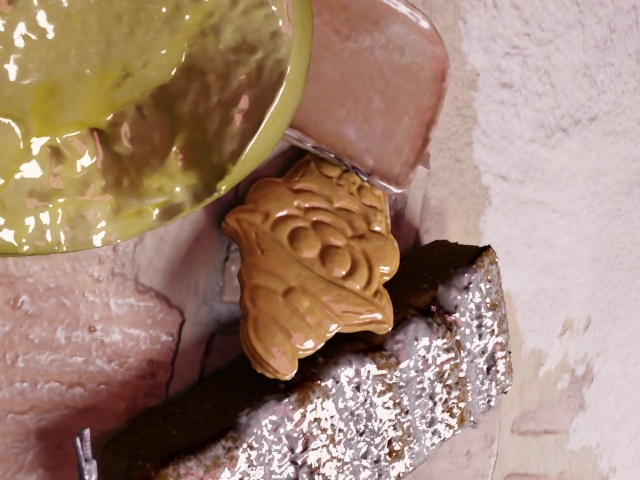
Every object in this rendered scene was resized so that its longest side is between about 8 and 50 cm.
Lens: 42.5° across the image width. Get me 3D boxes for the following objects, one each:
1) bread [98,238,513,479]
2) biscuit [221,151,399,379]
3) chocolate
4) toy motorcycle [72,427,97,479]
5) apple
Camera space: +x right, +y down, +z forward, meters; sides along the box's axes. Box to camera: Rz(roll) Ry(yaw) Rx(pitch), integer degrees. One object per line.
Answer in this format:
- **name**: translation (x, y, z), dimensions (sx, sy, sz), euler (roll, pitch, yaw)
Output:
- **bread**: translation (0.013, 0.152, 0.728), dimensions (0.416, 0.113, 0.165), euler (-29, 116, -34)
- **biscuit**: translation (0.000, 0.000, 0.689), dimensions (0.162, 0.035, 0.250), euler (28, 57, -14)
- **chocolate**: translation (-0.014, -0.146, 0.660), dimensions (0.261, 0.083, 0.161), euler (28, 78, -33)
- **toy motorcycle**: translation (-0.176, 0.242, 0.549), dimensions (0.157, 0.091, 0.263), euler (-22, 115, 9)
- **apple**: translation (-0.146, -0.125, 0.430), dimensions (0.279, 0.279, 0.279), euler (-11, 106, -41)
